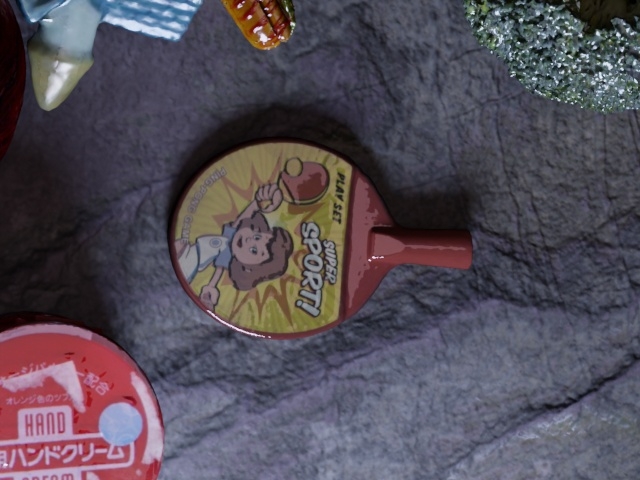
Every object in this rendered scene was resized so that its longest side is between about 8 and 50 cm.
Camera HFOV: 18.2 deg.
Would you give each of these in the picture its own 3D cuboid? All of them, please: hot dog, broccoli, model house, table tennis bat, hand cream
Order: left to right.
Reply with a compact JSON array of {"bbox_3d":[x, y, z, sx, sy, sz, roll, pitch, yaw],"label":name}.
[{"bbox_3d":[-0.263,0.176,1.836,0.230,0.149,0.230,-2,95,-17],"label":"hand cream"},{"bbox_3d":[-0.219,-0.283,1.832,0.267,0.194,0.325,12,103,-21],"label":"model house"},{"bbox_3d":[-0.072,-0.253,1.934,0.062,0.038,0.144,-32,102,-14],"label":"hot dog"},{"bbox_3d":[0.000,0.000,1.977,0.310,0.038,0.200,3,93,-15],"label":"table tennis bat"},{"bbox_3d":[0.329,-0.289,2.002,0.252,0.221,0.361,35,80,19],"label":"broccoli"}]

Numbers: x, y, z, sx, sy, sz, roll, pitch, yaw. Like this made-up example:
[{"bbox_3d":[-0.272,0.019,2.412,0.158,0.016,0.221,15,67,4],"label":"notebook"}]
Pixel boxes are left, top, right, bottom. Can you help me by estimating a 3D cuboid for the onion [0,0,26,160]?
[{"bbox_3d":[-0.388,-0.111,1.702,0.314,0.232,0.314,-26,143,-22],"label":"onion"}]
